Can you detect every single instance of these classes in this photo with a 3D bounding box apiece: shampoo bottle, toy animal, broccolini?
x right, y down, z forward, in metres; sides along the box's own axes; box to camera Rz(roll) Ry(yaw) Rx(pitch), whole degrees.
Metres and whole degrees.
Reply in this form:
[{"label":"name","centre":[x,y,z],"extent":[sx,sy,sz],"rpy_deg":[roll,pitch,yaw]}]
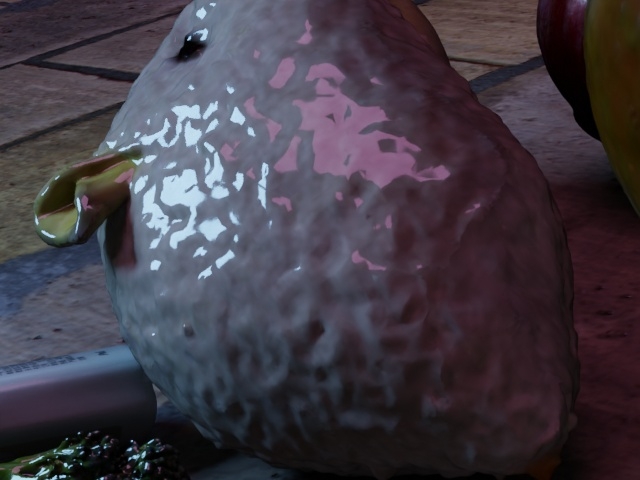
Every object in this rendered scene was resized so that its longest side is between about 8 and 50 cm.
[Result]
[{"label":"shampoo bottle","centre":[-0.205,0.101,0.973],"extent":[0.227,0.056,0.086],"rpy_deg":[-9,-11,-21]},{"label":"toy animal","centre":[0.003,0.005,0.958],"extent":[0.226,0.188,0.358],"rpy_deg":[-39,51,4]},{"label":"broccolini","centre":[-0.245,0.167,0.891],"extent":[0.392,0.079,0.074],"rpy_deg":[-16,27,11]}]

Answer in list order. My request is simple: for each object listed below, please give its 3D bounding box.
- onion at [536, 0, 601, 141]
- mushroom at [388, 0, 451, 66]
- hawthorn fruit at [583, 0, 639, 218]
[{"label":"onion","centre":[0.265,-0.131,1.231],"extent":[0.246,0.190,0.246],"rpy_deg":[10,27,-5]},{"label":"mushroom","centre":[-0.015,-0.064,1.183],"extent":[0.184,0.255,0.255],"rpy_deg":[18,2,-31]},{"label":"hawthorn fruit","centre":[0.297,-0.076,0.797],"extent":[0.402,0.403,0.403],"rpy_deg":[-10,19,4]}]
